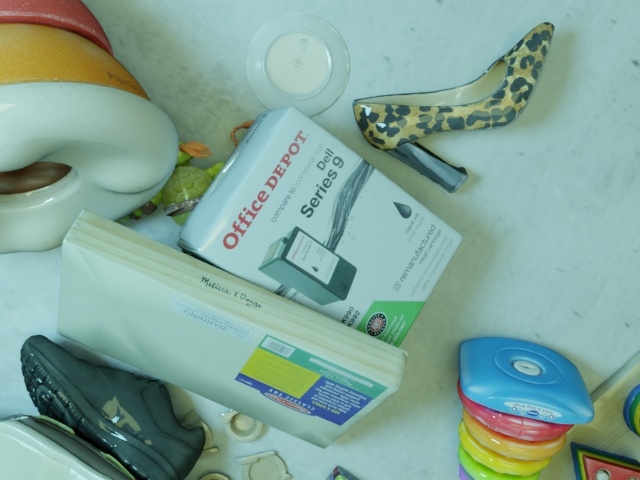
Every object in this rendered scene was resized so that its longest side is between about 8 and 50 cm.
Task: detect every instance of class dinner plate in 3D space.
[{"bbox_3d":[-0.031,-0.236,1.031,0.141,0.017,0.141,-1,97,-5],"label":"dinner plate"}]

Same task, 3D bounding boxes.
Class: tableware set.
[{"bbox_3d":[-0.133,0.310,1.097,0.141,0.020,0.168,-24,99,-1],"label":"tableware set"}]

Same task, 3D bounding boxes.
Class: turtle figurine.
[{"bbox_3d":[-0.149,-0.047,1.011,0.270,0.087,0.217,-21,99,-1],"label":"turtle figurine"}]

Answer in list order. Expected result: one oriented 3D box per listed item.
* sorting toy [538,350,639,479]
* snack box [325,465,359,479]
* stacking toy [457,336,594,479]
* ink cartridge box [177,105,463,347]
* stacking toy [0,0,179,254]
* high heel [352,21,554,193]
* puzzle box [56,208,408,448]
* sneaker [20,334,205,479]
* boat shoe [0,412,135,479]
[{"bbox_3d":[0.478,0.335,1.111,0.257,0.089,0.255,-43,99,3],"label":"sorting toy"},{"bbox_3d":[0.052,0.410,1.115,0.141,0.037,0.100,36,93,-8],"label":"snack box"},{"bbox_3d":[0.251,0.304,1.076,0.175,0.165,0.301,12,112,3],"label":"stacking toy"},{"bbox_3d":[0.000,0.000,0.964,0.289,0.121,0.211,35,81,-21],"label":"ink cartridge box"},{"bbox_3d":[-0.387,-0.247,0.891,0.351,0.350,0.479,-18,74,-2],"label":"stacking toy"},{"bbox_3d":[0.174,-0.211,1.007,0.186,0.093,0.261,31,103,-14],"label":"high heel"},{"bbox_3d":[-0.126,0.128,0.959,0.409,0.272,0.052,25,55,-6],"label":"puzzle box"},{"bbox_3d":[-0.278,0.222,1.031,0.286,0.109,0.130,44,50,-3],"label":"sneaker"},{"bbox_3d":[-0.273,0.325,0.943,0.324,0.097,0.116,34,95,5],"label":"boat shoe"}]
